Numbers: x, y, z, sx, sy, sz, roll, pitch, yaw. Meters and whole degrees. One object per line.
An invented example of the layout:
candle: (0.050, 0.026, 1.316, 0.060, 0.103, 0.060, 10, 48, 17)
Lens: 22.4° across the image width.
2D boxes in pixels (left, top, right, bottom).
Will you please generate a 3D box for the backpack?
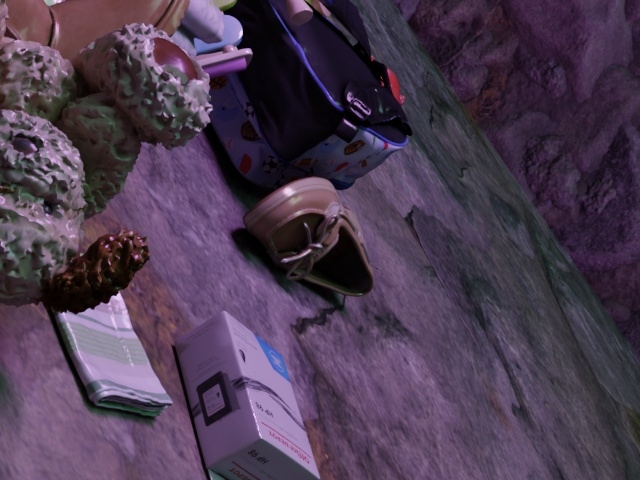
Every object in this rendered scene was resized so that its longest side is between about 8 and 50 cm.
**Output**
backpack: (-0.017, -0.174, 1.960, 0.263, 0.213, 0.276, 15, 47, -56)

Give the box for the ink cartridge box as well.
ink cartridge box: (-0.061, 0.164, 1.428, 0.104, 0.060, 0.180, 42, 21, -48)

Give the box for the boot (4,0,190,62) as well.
boot: (-0.252, -0.219, 1.298, 0.089, 0.236, 0.269, 13, -30, 51)

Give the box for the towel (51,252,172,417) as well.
towel: (-0.178, 0.069, 1.313, 0.152, 0.023, 0.113, 64, 15, 21)

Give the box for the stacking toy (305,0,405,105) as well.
stacking toy: (0.014, -0.284, 2.242, 0.309, 0.130, 0.279, -5, 90, -72)

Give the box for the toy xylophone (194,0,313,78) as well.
toy xylophone: (-0.152, -0.307, 1.808, 0.323, 0.236, 0.081, 60, -16, 21)

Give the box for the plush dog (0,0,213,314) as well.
plush dog: (-0.232, -0.053, 1.167, 0.262, 0.210, 0.225, 22, 43, -18)

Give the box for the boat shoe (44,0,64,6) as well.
boat shoe: (-0.267, -0.200, 1.426, 0.302, 0.094, 0.109, 50, 17, -29)

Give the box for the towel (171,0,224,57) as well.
towel: (-0.272, -0.340, 1.530, 0.320, 0.090, 0.374, 45, 5, 35)

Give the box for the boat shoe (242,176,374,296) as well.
boat shoe: (0.000, 0.000, 1.871, 0.089, 0.104, 0.285, 60, 14, 19)
